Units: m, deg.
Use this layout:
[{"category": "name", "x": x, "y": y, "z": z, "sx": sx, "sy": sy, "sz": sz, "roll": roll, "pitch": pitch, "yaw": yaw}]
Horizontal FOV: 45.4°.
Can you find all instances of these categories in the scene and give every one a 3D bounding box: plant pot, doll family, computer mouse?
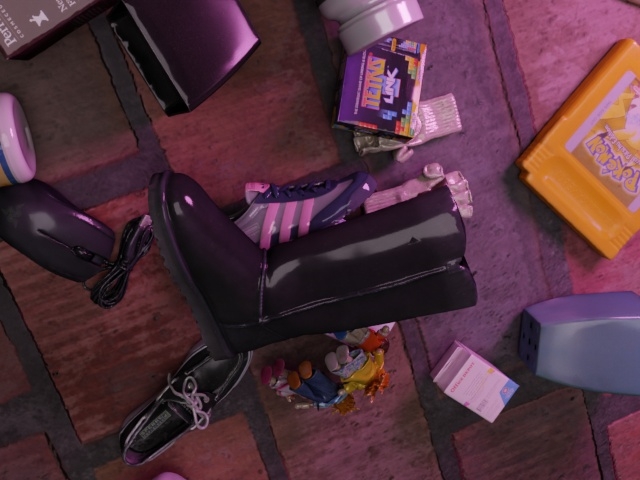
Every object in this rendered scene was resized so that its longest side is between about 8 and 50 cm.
[{"category": "plant pot", "x": 0.517, "y": 0.197, "z": 1.481, "sx": 0.234, "sy": 0.165, "sz": 0.165, "roll": 1, "pitch": 103, "yaw": -5}, {"category": "plant pot", "x": -0.206, "y": -0.320, "z": 1.207, "sx": 0.167, "sy": 0.187, "sz": 0.188, "roll": -34, "pitch": 107, "yaw": -15}, {"category": "doll family", "x": 0.029, "y": 0.253, "z": 1.373, "sx": 0.263, "sy": 0.118, "sz": 0.163, "roll": -33, "pitch": 139, "yaw": 18}, {"category": "computer mouse", "x": -0.426, "y": -0.010, "z": 1.282, "sx": 0.272, "sy": 0.072, "sz": 0.188, "roll": 29, "pitch": 96, "yaw": -16}]

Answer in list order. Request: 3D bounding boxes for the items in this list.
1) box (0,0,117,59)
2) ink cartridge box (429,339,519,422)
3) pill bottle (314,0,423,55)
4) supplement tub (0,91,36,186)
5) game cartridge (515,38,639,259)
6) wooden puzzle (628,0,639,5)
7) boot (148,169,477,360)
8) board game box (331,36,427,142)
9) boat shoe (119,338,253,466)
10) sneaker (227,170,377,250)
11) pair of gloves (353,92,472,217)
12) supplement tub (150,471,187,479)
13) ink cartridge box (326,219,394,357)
[{"category": "box", "x": -0.421, "y": -0.394, "z": 1.144, "sx": 0.203, "sy": 0.167, "sz": 0.168, "roll": -34, "pitch": 107, "yaw": -2}, {"category": "ink cartridge box", "x": 0.290, "y": 0.267, "z": 1.484, "sx": 0.143, "sy": 0.090, "sz": 0.092, "roll": 35, "pitch": 94, "yaw": -16}, {"category": "pill bottle", "x": 0.046, "y": -0.453, "z": 1.211, "sx": 0.161, "sy": 0.161, "sz": 0.283, "roll": -27, "pitch": 98, "yaw": -5}, {"category": "supplement tub", "x": -0.561, "y": -0.144, "z": 1.186, "sx": 0.200, "sy": 0.144, "sz": 0.144, "roll": -12, "pitch": 105, "yaw": -8}, {"category": "game cartridge", "x": 0.566, "y": -0.168, "z": 1.460, "sx": 0.285, "sy": 0.052, "sz": 0.323, "roll": 39, "pitch": 92, "yaw": -17}, {"category": "wooden puzzle", "x": 0.685, "y": -0.534, "z": 1.403, "sx": 0.221, "sy": 0.044, "sz": 0.238, "roll": 14, "pitch": 100, "yaw": -15}, {"category": "boot", "x": 0.000, "y": 0.001, "z": 1.191, "sx": 0.445, "sy": 0.146, "sz": 0.367, "roll": -12, "pitch": 130, "yaw": 7}, {"category": "board game box", "x": 0.102, "y": -0.267, "z": 1.318, "sx": 0.141, "sy": 0.048, "sz": 0.170, "roll": 10, "pitch": 83, "yaw": -14}, {"category": "boat shoe", "x": -0.241, "y": 0.284, "z": 1.371, "sx": 0.306, "sy": 0.105, "sz": 0.113, "roll": -38, "pitch": 107, "yaw": -1}, {"category": "sneaker", "x": -0.062, "y": -0.059, "z": 1.312, "sx": 0.319, "sy": 0.112, "sz": 0.131, "roll": -29, "pitch": 103, "yaw": 3}, {"category": "pair of gloves", "x": 0.166, "y": -0.140, "z": 1.371, "sx": 0.204, "sy": 0.042, "sz": 0.240, "roll": -8, "pitch": 93, "yaw": -9}, {"category": "supplement tub", "x": -0.339, "y": 0.592, "z": 1.358, "sx": 0.316, "sy": 0.228, "sz": 0.228, "roll": -36, "pitch": 107, "yaw": -2}, {"category": "ink cartridge box", "x": 0.064, "y": 0.086, "z": 1.419, "sx": 0.206, "sy": 0.045, "sz": 0.208, "roll": 28, "pitch": 97, "yaw": -17}]
